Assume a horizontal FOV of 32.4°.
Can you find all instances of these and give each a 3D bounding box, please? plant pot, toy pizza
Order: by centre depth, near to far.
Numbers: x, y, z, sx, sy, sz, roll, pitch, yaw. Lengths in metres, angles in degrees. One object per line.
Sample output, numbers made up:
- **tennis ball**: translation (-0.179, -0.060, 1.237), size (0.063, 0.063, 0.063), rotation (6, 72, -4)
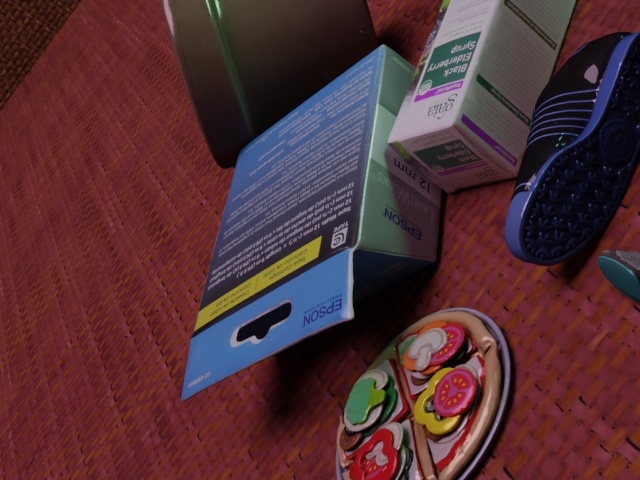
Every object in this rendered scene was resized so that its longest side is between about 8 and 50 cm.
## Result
- **toy pizza**: translation (0.077, 0.141, 0.933), size (0.201, 0.032, 0.201), rotation (-39, 31, 29)
- **plant pot**: translation (-0.054, -0.245, 1.349), size (0.229, 0.263, 0.263), rotation (-18, 33, 0)

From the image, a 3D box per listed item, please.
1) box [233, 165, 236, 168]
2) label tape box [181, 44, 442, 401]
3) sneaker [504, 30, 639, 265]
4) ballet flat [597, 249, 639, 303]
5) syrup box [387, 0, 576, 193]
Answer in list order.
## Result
- **box**: translation (-0.057, -0.209, 1.529), size (0.233, 0.044, 0.159), rotation (-51, 27, 8)
- **label tape box**: translation (0.000, 0.000, 1.133), size (0.249, 0.115, 0.348), rotation (-31, 38, 39)
- **sneaker**: translation (0.210, -0.077, 0.925), size (0.232, 0.081, 0.090), rotation (-55, 23, -16)
- **ballet flat**: translation (0.245, 0.032, 0.792), size (0.041, 0.041, 0.114), rotation (-52, 28, 6)
- **syrup box**: translation (0.162, -0.172, 1.082), size (0.093, 0.096, 0.237), rotation (-12, 48, 53)
